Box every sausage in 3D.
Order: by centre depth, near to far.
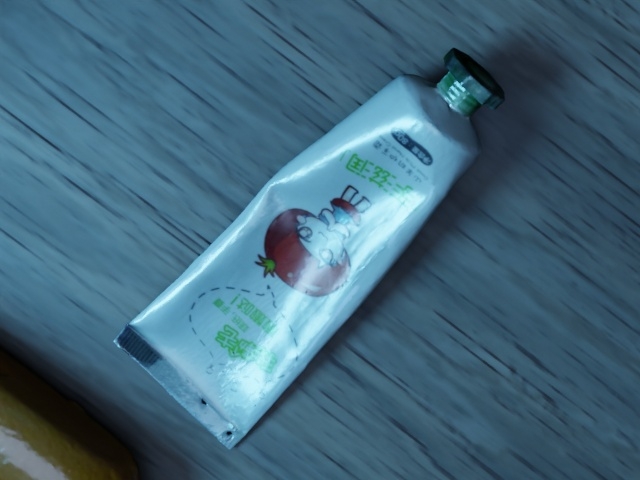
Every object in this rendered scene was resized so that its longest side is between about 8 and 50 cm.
[{"bbox_3d":[-0.276,0.110,1.379,0.348,0.094,0.097,36,96,-4],"label":"sausage"}]

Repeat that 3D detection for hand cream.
[{"bbox_3d":[0.000,0.000,1.368,0.121,0.076,0.336,43,106,-4],"label":"hand cream"}]
